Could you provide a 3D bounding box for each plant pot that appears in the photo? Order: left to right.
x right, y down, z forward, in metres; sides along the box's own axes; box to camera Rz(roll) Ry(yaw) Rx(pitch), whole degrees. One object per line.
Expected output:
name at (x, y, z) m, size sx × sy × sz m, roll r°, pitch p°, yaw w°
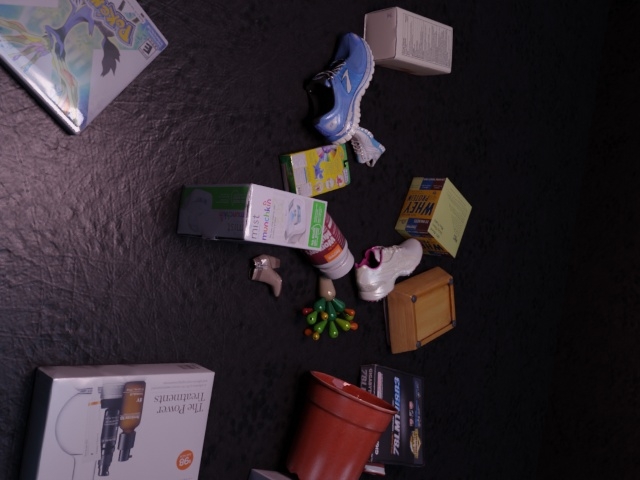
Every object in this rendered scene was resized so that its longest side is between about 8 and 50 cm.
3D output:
plant pot at (0.043, 0.543, 1.639) m, size 0.272 × 0.272 × 0.265 m, roll 30°, pitch 81°, yaw -43°

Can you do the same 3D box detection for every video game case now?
video game case at (-0.495, -0.426, 1.135) m, size 0.300 × 0.036 × 0.329 m, roll -56°, pitch 129°, yaw -25°

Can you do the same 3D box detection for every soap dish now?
soap dish at (0.345, 0.235, 1.993) m, size 0.290 × 0.118 × 0.229 m, roll -17°, pitch 106°, yaw -42°

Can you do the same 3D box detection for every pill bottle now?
pill bottle at (0.000, 0.000, 1.618) m, size 0.121 × 0.121 × 0.221 m, roll -55°, pitch 128°, yaw -26°

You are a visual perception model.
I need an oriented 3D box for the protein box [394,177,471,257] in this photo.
protein box at (0.385, -0.078, 1.987) m, size 0.200 × 0.136 × 0.201 m, roll 37°, pitch 68°, yaw -42°

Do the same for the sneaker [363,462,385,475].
sneaker at (0.127, 0.666, 1.868) m, size 0.221 × 0.087 × 0.128 m, roll 37°, pitch 51°, yaw -40°

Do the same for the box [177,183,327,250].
box at (-0.161, -0.050, 1.353) m, size 0.231 × 0.262 × 0.127 m, roll 10°, pitch 86°, yaw -44°

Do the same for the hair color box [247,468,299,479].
hair color box at (-0.019, 0.734, 1.631) m, size 0.374 × 0.185 × 0.114 m, roll 28°, pitch 74°, yaw -43°

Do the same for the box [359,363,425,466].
box at (0.234, 0.572, 1.902) m, size 0.293 × 0.073 × 0.296 m, roll 27°, pitch 59°, yaw -44°

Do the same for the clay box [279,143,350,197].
clay box at (-0.010, -0.196, 1.635) m, size 0.222 × 0.053 × 0.128 m, roll -21°, pitch 108°, yaw -43°

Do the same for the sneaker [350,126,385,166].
sneaker at (0.125, -0.277, 1.749) m, size 0.190 × 0.071 × 0.083 m, roll 30°, pitch 83°, yaw -48°

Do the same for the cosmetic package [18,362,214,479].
cosmetic package at (-0.424, 0.416, 1.257) m, size 0.377 × 0.097 × 0.285 m, roll 10°, pitch 90°, yaw -45°

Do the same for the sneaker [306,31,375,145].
sneaker at (0.049, -0.437, 1.612) m, size 0.147 × 0.129 × 0.330 m, roll 24°, pitch 68°, yaw -37°

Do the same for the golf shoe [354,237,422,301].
golf shoe at (0.218, 0.062, 1.855) m, size 0.306 × 0.115 × 0.140 m, roll -41°, pitch 118°, yaw -36°

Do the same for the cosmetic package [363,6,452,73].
cosmetic package at (0.277, -0.611, 1.828) m, size 0.296 × 0.129 × 0.153 m, roll -2°, pitch 97°, yaw -46°

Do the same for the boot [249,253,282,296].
boot at (-0.147, 0.094, 1.543) m, size 0.087 × 0.042 × 0.119 m, roll -5°, pitch 97°, yaw -39°

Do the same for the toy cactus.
toy cactus at (0.021, 0.193, 1.695) m, size 0.219 × 0.112 × 0.181 m, roll 2°, pitch 74°, yaw -43°
